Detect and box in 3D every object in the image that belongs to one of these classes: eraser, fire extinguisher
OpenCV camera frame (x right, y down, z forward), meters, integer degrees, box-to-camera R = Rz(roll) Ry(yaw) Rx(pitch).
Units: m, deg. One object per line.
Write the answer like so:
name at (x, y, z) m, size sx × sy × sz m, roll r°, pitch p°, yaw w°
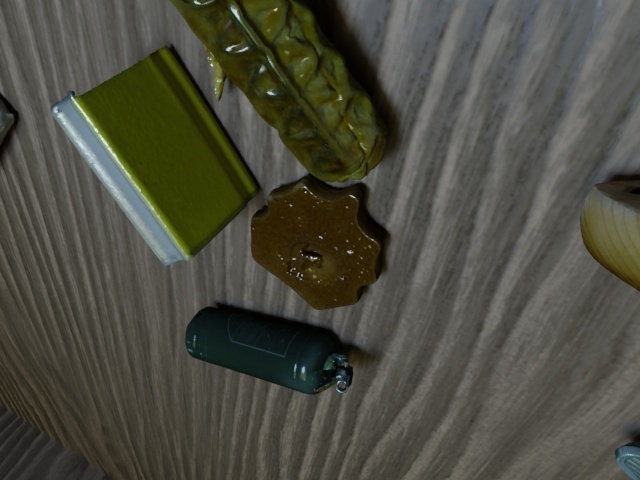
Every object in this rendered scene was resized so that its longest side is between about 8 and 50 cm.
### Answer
eraser at (-0.184, -0.100, 0.668) m, size 0.069 × 0.158 × 0.226 m, roll -12°, pitch 118°, yaw 39°
fire extinguisher at (-0.073, 0.177, 0.876) m, size 0.311 × 0.114 × 0.096 m, roll 9°, pitch 86°, yaw 28°

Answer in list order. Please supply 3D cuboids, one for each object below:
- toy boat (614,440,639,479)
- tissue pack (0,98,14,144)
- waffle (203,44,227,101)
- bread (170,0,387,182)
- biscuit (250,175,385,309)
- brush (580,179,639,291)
toy boat at (0.462, 0.309, 0.631) m, size 0.260 × 0.085 × 0.078 m, roll 29°, pitch 138°, yaw 11°
tissue pack at (-0.622, -0.208, 0.930) m, size 0.186 × 0.090 × 0.222 m, roll 47°, pitch 138°, yaw -14°
waffle at (-0.130, -0.254, 0.585) m, size 0.125 × 0.032 × 0.191 m, roll 35°, pitch 137°, yaw 0°
bread at (-0.029, -0.164, 0.535) m, size 0.269 × 0.098 × 0.087 m, roll 50°, pitch 177°, yaw -28°
biscuit at (0.001, -0.002, 0.719) m, size 0.182 × 0.034 × 0.215 m, roll 38°, pitch 136°, yaw -1°
brush at (0.316, -0.032, 0.388) m, size 0.266 × 0.174 × 0.166 m, roll 16°, pitch 123°, yaw 45°
